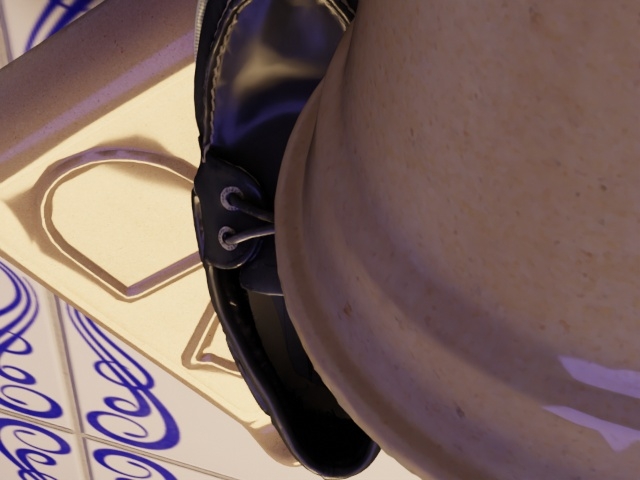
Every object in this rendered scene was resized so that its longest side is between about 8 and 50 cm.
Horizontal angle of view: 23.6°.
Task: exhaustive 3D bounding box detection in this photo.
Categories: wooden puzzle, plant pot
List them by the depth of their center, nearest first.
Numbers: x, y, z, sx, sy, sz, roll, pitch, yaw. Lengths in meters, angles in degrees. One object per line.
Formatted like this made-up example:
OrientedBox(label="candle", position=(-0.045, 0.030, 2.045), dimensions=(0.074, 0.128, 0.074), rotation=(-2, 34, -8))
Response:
OrientedBox(label="plant pot", position=(0.144, -0.106, 0.520), dimensions=(0.333, 0.334, 0.305), rotation=(12, 141, 11))
OrientedBox(label="wooden puzzle", position=(-0.011, -0.026, 0.902), dimensions=(0.322, 0.080, 0.348), rotation=(-27, 127, 29))

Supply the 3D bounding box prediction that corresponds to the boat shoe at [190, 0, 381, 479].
OrientedBox(label="boat shoe", position=(-0.004, 0.000, 0.788), dimensions=(0.127, 0.113, 0.340), rotation=(3, 136, 3))
